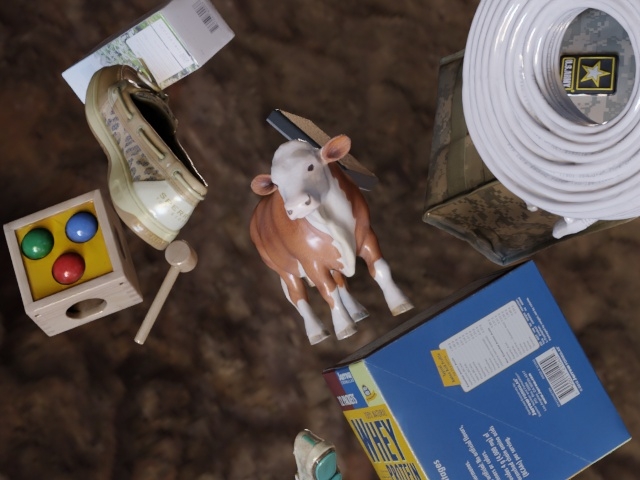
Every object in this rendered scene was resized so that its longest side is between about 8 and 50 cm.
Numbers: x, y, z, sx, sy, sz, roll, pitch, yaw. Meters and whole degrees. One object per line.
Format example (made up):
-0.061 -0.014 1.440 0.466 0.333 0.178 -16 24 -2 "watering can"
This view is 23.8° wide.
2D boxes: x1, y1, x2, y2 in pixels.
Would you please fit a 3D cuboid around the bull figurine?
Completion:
0.000 0.000 1.484 0.188 0.101 0.310 65 171 0 "bull figurine"

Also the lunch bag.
0.266 -0.132 1.690 0.169 0.287 0.235 29 -125 -33 "lunch bag"

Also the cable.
0.232 -0.145 1.265 0.089 0.257 0.257 -7 -99 -47 "cable"

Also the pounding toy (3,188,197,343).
-0.256 0.034 1.829 0.094 0.206 0.181 66 -177 -64 "pounding toy"

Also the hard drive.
0.003 -0.116 1.930 0.135 0.022 0.094 42 -165 26 "hard drive"

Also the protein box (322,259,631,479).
0.148 0.158 1.467 0.200 0.201 0.136 61 162 0 "protein box"

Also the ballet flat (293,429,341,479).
-0.006 0.275 1.810 0.052 0.057 0.168 38 152 25 "ballet flat"

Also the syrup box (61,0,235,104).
-0.239 -0.254 2.086 0.093 0.237 0.096 53 -134 -14 "syrup box"

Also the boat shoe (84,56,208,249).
-0.176 -0.106 1.604 0.104 0.089 0.285 37 -160 -40 "boat shoe"
